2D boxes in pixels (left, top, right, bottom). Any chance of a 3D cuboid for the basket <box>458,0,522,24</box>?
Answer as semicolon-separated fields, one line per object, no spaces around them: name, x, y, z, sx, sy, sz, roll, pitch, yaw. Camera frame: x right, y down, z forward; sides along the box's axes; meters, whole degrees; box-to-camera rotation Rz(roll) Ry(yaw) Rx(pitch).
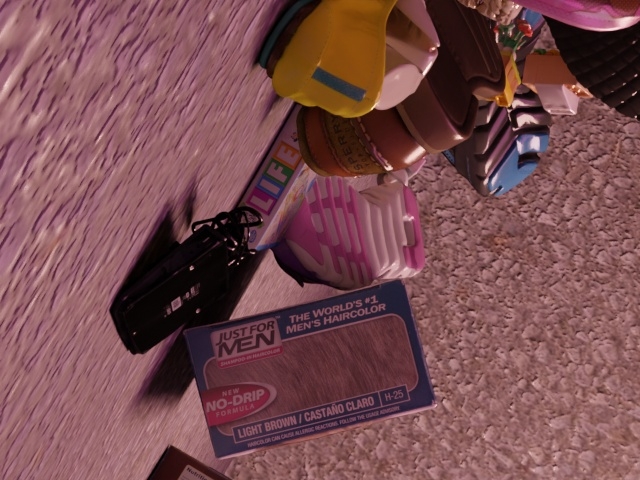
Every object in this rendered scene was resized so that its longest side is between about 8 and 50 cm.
basket;0.109;-0.219;1.199;0.113;0.103;0.167;-58;177;-13

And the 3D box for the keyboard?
keyboard;-0.083;0.016;1.133;0.100;0.038;0.192;-35;174;-9

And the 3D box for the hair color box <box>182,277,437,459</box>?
hair color box;-0.005;0.108;1.599;0.347;0.174;0.105;71;5;-85

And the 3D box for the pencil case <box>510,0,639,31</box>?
pencil case;0.158;-0.280;0.850;0.386;0.167;0.160;-61;175;30

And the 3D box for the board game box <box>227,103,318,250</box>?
board game box;-0.025;-0.044;1.397;0.103;0.026;0.154;-60;176;3

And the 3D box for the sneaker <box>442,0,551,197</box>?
sneaker;0.125;-0.185;1.737;0.125;0.139;0.341;-35;146;-27

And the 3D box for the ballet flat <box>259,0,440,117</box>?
ballet flat;0.028;-0.115;1.127;0.077;0.077;0.231;-62;176;21

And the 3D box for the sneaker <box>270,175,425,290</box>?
sneaker;0.000;0.000;1.594;0.236;0.104;0.095;3;78;-66

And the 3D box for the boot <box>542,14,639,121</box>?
boot;0.211;-0.215;1.481;0.083;0.246;0.161;-38;-165;42

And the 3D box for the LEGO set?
LEGO set;0.108;-0.144;1.602;0.287;0.132;0.107;-26;-149;52

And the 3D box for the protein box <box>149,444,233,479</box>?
protein box;-0.150;0.343;1.956;0.201;0.136;0.200;-58;175;-21

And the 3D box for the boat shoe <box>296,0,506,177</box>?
boat shoe;0.052;-0.120;1.333;0.104;0.111;0.307;-25;-173;19
